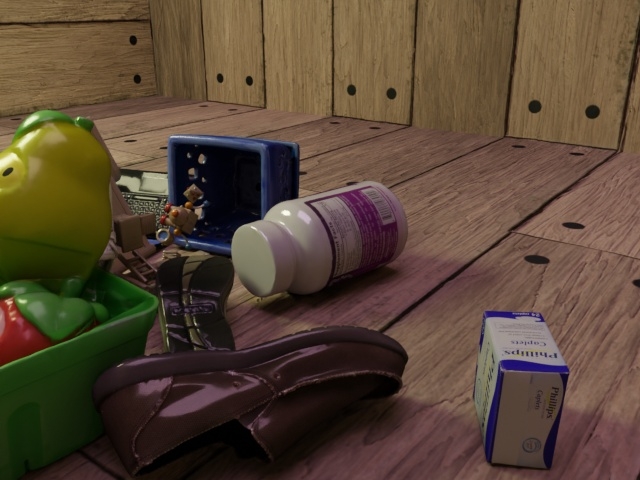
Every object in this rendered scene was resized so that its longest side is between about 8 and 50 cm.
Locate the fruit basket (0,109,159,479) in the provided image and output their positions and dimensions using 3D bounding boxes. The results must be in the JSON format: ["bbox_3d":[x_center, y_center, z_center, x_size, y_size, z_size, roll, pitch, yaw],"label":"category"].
[{"bbox_3d":[-0.374,0.037,0.740,0.392,0.391,0.283,18,27,38],"label":"fruit basket"}]

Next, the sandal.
[{"bbox_3d":[-0.189,0.118,0.930,0.120,0.086,0.302,2,35,-11],"label":"sandal"}]

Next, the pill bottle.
[{"bbox_3d":[0.000,0.000,1.105,0.302,0.169,0.169,-18,27,-38],"label":"pill bottle"}]

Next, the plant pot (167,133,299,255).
[{"bbox_3d":[-0.167,-0.107,1.316,0.236,0.235,0.212,8,15,21],"label":"plant pot"}]

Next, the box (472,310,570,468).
[{"bbox_3d":[0.226,0.167,0.721,0.072,0.126,0.137,3,21,5],"label":"box"}]

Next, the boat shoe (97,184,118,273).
[{"bbox_3d":[-0.350,0.007,0.948,0.096,0.276,0.098,23,22,37],"label":"boat shoe"}]

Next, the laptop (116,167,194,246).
[{"bbox_3d":[-0.427,-0.072,1.326,0.235,0.136,0.264,7,64,15],"label":"laptop"}]

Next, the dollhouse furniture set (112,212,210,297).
[{"bbox_3d":[-0.250,0.019,1.063,0.101,0.160,0.182,18,28,38],"label":"dollhouse furniture set"}]

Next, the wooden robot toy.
[{"bbox_3d":[-0.277,-0.037,1.184,0.076,0.173,0.079,18,-10,9],"label":"wooden robot toy"}]

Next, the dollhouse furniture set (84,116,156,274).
[{"bbox_3d":[-0.527,-0.047,1.171,0.394,0.256,0.362,-1,30,47],"label":"dollhouse furniture set"}]

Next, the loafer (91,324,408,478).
[{"bbox_3d":[-0.062,0.192,0.709,0.366,0.133,0.130,-6,58,-19],"label":"loafer"}]
